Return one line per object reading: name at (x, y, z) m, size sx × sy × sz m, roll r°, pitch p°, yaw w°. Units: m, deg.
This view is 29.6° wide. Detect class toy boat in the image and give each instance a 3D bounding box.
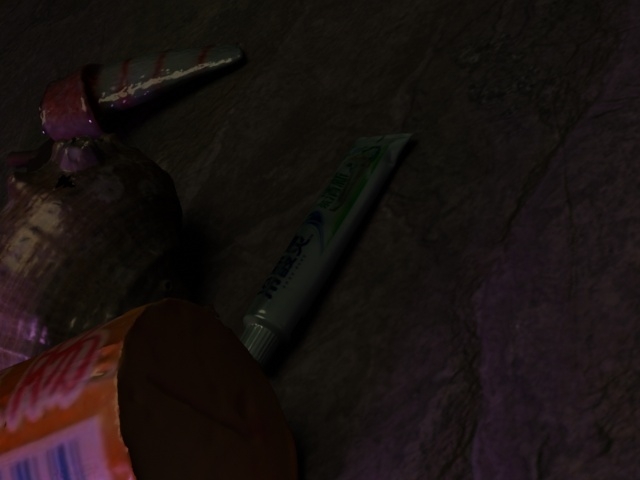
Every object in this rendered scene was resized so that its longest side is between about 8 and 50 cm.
toy boat at (-0.229, -0.222, 1.635) m, size 0.282 × 0.096 × 0.206 m, roll -19°, pitch 23°, yaw 15°

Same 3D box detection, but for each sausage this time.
sausage at (-0.195, 0.202, 0.963) m, size 0.287 × 0.233 × 0.233 m, roll -26°, pitch 36°, yaw 25°

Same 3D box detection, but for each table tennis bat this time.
table tennis bat at (-0.419, -0.153, 1.701) m, size 0.170 × 0.119 × 0.107 m, roll -3°, pitch 49°, yaw 42°

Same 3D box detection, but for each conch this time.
conch at (-0.267, 0.035, 1.245) m, size 0.297 × 0.210 × 0.352 m, roll -42°, pitch 34°, yaw 0°

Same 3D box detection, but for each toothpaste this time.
toothpaste at (0.000, 0.000, 1.170) m, size 0.075 × 0.048 × 0.296 m, roll -2°, pitch 47°, yaw 44°
